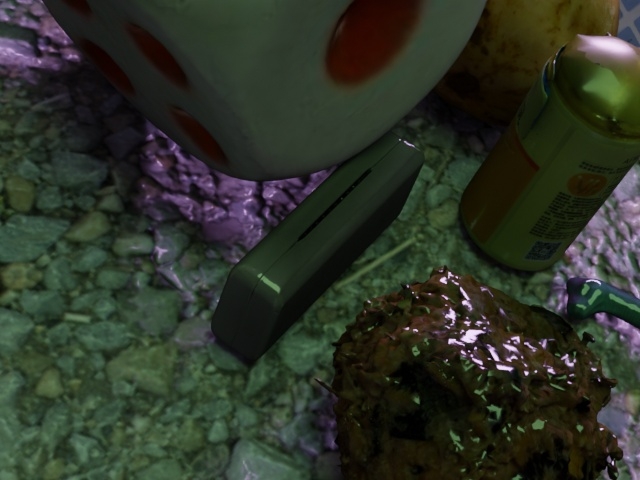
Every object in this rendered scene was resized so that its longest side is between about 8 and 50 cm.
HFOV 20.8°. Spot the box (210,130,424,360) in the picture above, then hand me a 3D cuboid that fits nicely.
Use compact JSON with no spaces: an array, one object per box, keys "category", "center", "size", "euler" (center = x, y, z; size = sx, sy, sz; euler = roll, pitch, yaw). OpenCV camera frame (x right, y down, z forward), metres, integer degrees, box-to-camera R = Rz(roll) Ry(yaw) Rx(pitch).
[{"category":"box","center":[0.000,0.000,1.520],"size":[0.055,0.103,0.243],"euler":[35,49,11]}]

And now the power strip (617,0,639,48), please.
[{"category":"power strip","center":[0.278,-0.276,1.818],"size":[0.118,0.046,0.270],"euler":[-38,100,-38]}]

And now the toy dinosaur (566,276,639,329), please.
[{"category":"toy dinosaur","center":[0.460,0.068,1.683],"size":[0.331,0.129,0.383],"euler":[40,48,21]}]

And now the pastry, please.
[{"category":"pastry","center":[0.133,0.141,1.411],"size":[0.275,0.193,0.274],"euler":[12,49,-14]}]

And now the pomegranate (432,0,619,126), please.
[{"category":"pomegranate","center":[0.187,-0.224,1.707],"size":[0.215,0.215,0.215],"euler":[12,51,-15]}]

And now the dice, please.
[{"category":"dice","center":[-0.054,-0.249,1.512],"size":[0.304,0.277,0.304],"euler":[-44,58,-13]}]

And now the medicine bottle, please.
[{"category":"medicine bottle","center":[0.224,-0.084,1.592],"size":[0.124,0.239,0.124],"euler":[13,48,-15]}]
